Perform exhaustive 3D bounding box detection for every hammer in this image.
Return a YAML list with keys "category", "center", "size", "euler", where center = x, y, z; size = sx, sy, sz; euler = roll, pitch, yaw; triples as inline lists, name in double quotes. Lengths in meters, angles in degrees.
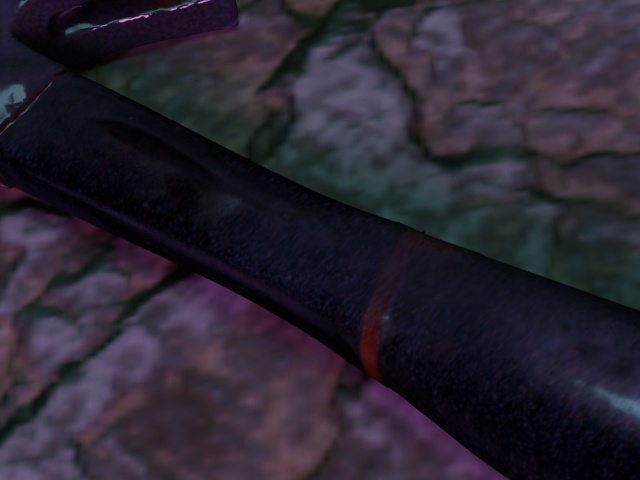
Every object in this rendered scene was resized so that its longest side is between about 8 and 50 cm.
- category: "hammer"
  center: [0.000, 0.000, 0.410]
  size: [0.290, 0.037, 0.137]
  euler: [24, 59, 33]
